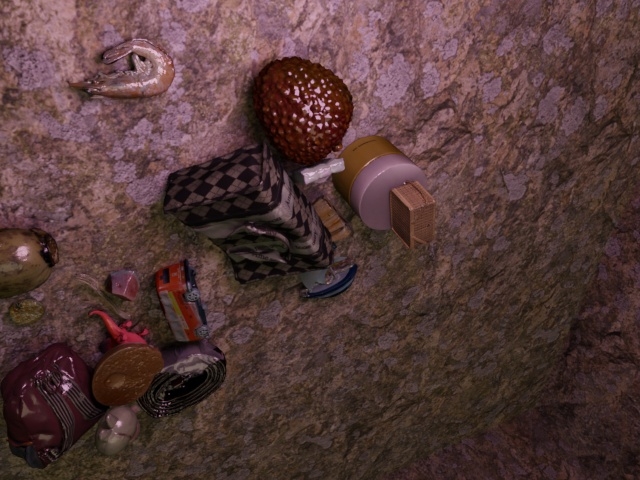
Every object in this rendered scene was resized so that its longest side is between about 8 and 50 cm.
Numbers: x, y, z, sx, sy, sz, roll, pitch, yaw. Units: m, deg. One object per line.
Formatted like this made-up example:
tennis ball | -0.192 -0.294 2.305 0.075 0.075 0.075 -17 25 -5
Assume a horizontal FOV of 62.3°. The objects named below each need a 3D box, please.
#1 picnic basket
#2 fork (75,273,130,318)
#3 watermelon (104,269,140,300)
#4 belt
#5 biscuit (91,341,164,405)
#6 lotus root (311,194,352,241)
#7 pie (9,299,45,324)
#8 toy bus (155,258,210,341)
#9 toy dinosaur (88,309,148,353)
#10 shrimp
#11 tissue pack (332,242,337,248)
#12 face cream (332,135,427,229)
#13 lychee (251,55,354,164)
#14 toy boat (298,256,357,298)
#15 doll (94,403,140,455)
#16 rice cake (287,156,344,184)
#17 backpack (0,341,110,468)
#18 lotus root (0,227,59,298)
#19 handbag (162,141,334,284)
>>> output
picnic basket | 0.251 -0.070 1.446 0.079 0.115 0.164 -20 133 -12
fork | -0.590 0.159 1.461 0.028 0.034 0.219 -26 135 3
watermelon | -0.532 0.125 1.444 0.092 0.072 0.084 -47 151 5
belt | -0.441 0.425 1.685 0.289 0.164 0.184 -24 108 -8
biscuit | -0.561 0.379 1.522 0.181 0.049 0.208 30 97 -39
lotus root | 0.002 -0.053 1.584 0.144 0.070 0.143 -29 104 17
pie | -0.769 0.187 1.391 0.085 0.017 0.085 -15 130 -19
toy bus | -0.398 0.188 1.544 0.120 0.121 0.265 -13 132 -9
toy dinosaur | -0.606 0.288 1.554 0.139 0.070 0.286 -24 137 21
shrimp | -0.421 -0.361 1.126 0.223 0.047 0.126 -15 125 -26
tissue pack | 0.000 0.000 1.678 0.085 0.028 0.138 -26 138 -4
face cream | 0.167 -0.168 1.527 0.218 0.179 0.218 -16 132 -18
lychee | -0.040 -0.311 1.264 0.236 0.236 0.271 -41 124 5
toy boat | -0.001 0.090 1.710 0.220 0.067 0.291 -29 138 2
doll | -0.575 0.540 1.520 0.113 0.155 0.275 28 157 -8
rice cake | -0.019 -0.181 1.387 0.127 0.237 0.043 -22 99 -11
backpack | -0.739 0.442 1.474 0.283 0.197 0.317 -47 149 -45
lotus root | -0.768 0.059 1.203 0.309 0.173 0.173 -11 131 -12
handbag | -0.184 -0.039 1.406 0.316 0.180 0.416 -16 143 19
